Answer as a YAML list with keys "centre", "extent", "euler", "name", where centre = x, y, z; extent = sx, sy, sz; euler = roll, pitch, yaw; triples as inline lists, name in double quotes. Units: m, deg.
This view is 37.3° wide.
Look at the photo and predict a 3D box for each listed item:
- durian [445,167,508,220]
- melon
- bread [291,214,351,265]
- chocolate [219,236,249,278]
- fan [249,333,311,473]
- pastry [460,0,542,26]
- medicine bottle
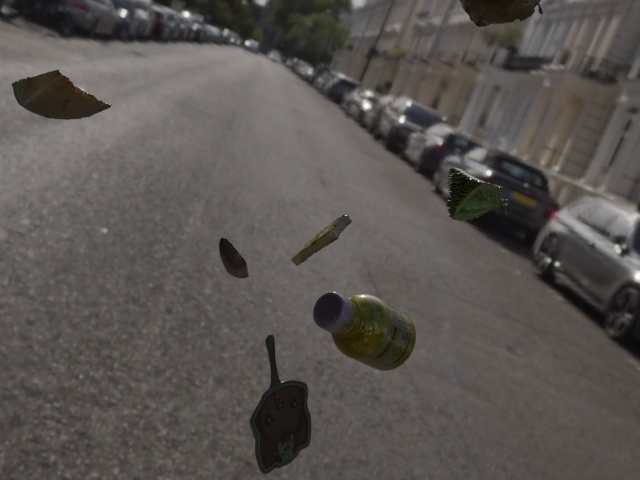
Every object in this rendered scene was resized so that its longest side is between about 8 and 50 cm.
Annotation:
- centre: [0.276, -0.076, 1.685]
  extent: [0.100, 0.086, 0.215]
  euler: [7, -7, 23]
  name: "durian"
- centre: [-0.444, -0.245, 1.652]
  extent: [0.182, 0.098, 0.054]
  euler: [32, 36, -71]
  name: "melon"
- centre: [0.000, 0.000, 1.960]
  extent: [0.028, 0.153, 0.068]
  euler: [47, 46, -7]
  name: "bread"
- centre: [-0.161, 0.037, 1.704]
  extent: [0.064, 0.031, 0.101]
  euler: [48, -14, 15]
  name: "chocolate"
- centre: [-0.063, 0.242, 1.436]
  extent: [0.009, 0.220, 0.132]
  euler: [8, 24, 39]
  name: "fan"
- centre: [0.273, -0.393, 1.421]
  extent: [0.153, 0.153, 0.081]
  euler: [30, 16, 39]
  name: "pastry"
- centre: [0.073, 0.155, 1.717]
  extent: [0.122, 0.122, 0.212]
  euler: [30, 0, 41]
  name: "medicine bottle"
